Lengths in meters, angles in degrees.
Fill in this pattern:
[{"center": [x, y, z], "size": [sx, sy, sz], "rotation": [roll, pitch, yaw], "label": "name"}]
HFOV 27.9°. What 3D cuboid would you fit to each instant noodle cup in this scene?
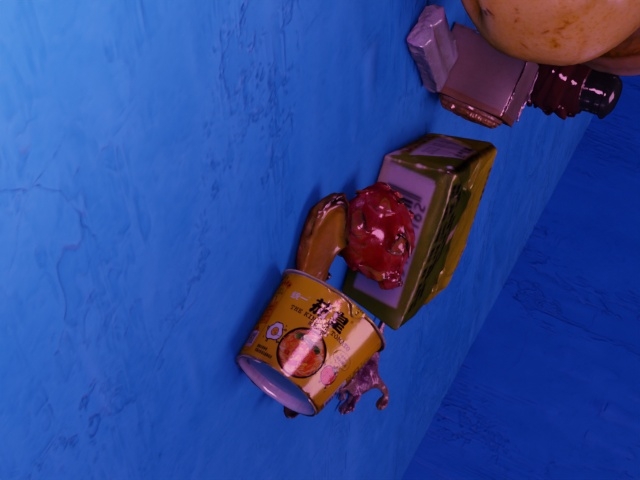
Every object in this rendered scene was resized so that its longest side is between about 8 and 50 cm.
[{"center": [-0.022, 0.152, 1.810], "size": [0.144, 0.182, 0.182], "rotation": [-52, 160, -20], "label": "instant noodle cup"}]

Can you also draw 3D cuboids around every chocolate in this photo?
[{"center": [0.172, -0.031, 2.238], "size": [0.289, 0.137, 0.301], "rotation": [-30, 142, -64], "label": "chocolate"}]

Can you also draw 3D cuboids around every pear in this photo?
[{"center": [0.353, -0.431, 1.909], "size": [0.348, 0.348, 0.348], "rotation": [-57, 162, -31], "label": "pear"}]

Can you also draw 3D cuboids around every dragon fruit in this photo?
[{"center": [0.082, -0.004, 1.987], "size": [0.136, 0.133, 0.166], "rotation": [-17, 94, -77], "label": "dragon fruit"}]

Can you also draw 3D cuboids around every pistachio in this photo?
[{"center": [0.000, 0.000, 1.874], "size": [0.089, 0.049, 0.173], "rotation": [-9, 126, -43], "label": "pistachio"}]

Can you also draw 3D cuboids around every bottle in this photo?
[{"center": [0.440, -0.321, 2.442], "size": [0.143, 0.271, 0.156], "rotation": [-35, 145, -62], "label": "bottle"}]

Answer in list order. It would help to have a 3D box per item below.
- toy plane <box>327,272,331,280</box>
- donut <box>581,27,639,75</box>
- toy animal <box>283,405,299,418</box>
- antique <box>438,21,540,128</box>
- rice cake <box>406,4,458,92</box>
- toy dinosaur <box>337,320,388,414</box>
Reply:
[{"center": [-0.006, 0.057, 1.971], "size": [0.078, 0.031, 0.083], "rotation": [39, 72, -58], "label": "toy plane"}, {"center": [0.574, -0.501, 2.281], "size": [0.198, 0.449, 0.449], "rotation": [26, 88, -52], "label": "donut"}, {"center": [-0.025, 0.223, 2.064], "size": [0.188, 0.089, 0.179], "rotation": [-61, 177, -33], "label": "toy animal"}, {"center": [0.284, -0.277, 2.226], "size": [0.148, 0.152, 0.146], "rotation": [-66, 164, 4], "label": "antique"}, {"center": [0.181, -0.305, 2.050], "size": [0.085, 0.040, 0.226], "rotation": [-64, 164, -5], "label": "rice cake"}, {"center": [0.096, 0.241, 2.497], "size": [0.251, 0.072, 0.200], "rotation": [-40, 140, -38], "label": "toy dinosaur"}]
